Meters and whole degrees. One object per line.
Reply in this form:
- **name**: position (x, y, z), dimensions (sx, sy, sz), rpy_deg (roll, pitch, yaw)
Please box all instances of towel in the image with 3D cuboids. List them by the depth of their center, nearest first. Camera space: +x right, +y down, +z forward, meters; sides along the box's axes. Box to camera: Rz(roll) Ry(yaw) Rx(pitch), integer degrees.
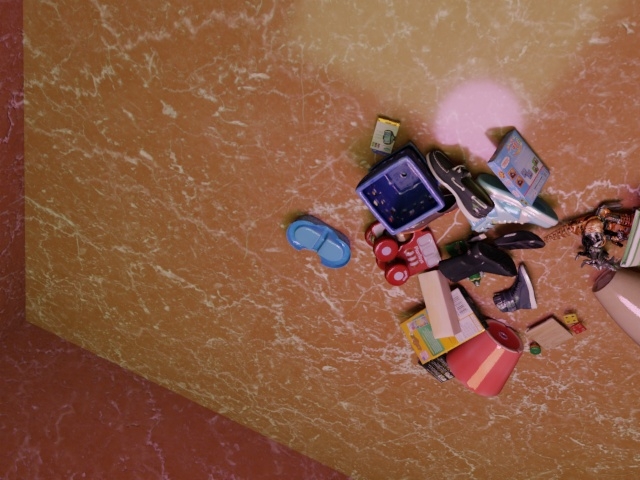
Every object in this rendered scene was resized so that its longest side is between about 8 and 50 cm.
- **towel**: position (1.161, -0.042, 1.529), dimensions (0.324, 0.038, 0.248), rpy_deg (-16, 124, -10)

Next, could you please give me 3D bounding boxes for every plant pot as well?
- **plant pot**: position (0.295, -0.201, 1.664), dimensions (0.236, 0.212, 0.236), rpy_deg (-31, 110, 32)
- **plant pot**: position (1.168, 0.228, 1.704), dimensions (0.274, 0.256, 0.256), rpy_deg (37, 128, 9)
- **plant pot**: position (0.732, 0.496, 2.017), dimensions (0.274, 0.275, 0.243), rpy_deg (25, 118, -2)

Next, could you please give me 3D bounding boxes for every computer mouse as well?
- **computer mouse**: position (0.676, -0.012, 1.704), dimensions (0.184, 0.060, 0.262), rpy_deg (17, 166, -27)

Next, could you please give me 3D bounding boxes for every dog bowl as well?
- **dog bowl**: position (0.000, 0.000, 1.986), dimensions (0.297, 0.074, 0.166), rpy_deg (30, 128, -6)

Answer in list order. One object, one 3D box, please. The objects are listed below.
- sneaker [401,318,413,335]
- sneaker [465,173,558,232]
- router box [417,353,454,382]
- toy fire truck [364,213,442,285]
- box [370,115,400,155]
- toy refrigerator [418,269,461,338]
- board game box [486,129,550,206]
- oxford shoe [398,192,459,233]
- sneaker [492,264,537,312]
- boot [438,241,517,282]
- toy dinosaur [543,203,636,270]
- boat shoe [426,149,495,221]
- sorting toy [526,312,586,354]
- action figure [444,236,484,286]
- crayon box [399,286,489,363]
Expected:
- **sneaker**: position (0.443, 0.385, 2.132), dimensions (0.170, 0.068, 0.071), rpy_deg (-33, 99, 31)
- **sneaker**: position (0.674, -0.090, 1.685), dimensions (0.319, 0.127, 0.208), rpy_deg (29, 126, 7)
- **router box**: position (0.585, 0.610, 2.259), dimensions (0.179, 0.046, 0.133), rpy_deg (42, 126, -13)
- **toy fire truck**: position (0.335, 0.019, 1.862), dimensions (0.253, 0.169, 0.302), rpy_deg (-27, 115, 2)
- **box**: position (0.232, -0.377, 1.675), dimensions (0.081, 0.028, 0.136), rpy_deg (17, 130, 4)
- **toy refrigerator**: position (0.490, 0.261, 1.912), dimensions (0.094, 0.102, 0.270), rpy_deg (-18, 81, 33)
- **board game box**: position (0.672, -0.243, 1.558), dimensions (0.211, 0.160, 0.039), rpy_deg (44, 159, -16)
- **oxford shoe**: position (0.394, -0.109, 1.721), dimensions (0.271, 0.098, 0.097), rpy_deg (-28, 77, 8)
- **sneaker**: position (0.782, 0.205, 1.883), dimensions (0.163, 0.086, 0.226), rpy_deg (-13, 121, 21)
- **boot**: position (0.606, 0.104, 1.793), dimensions (0.246, 0.094, 0.207), rpy_deg (23, 144, -26)
- **toy dinosaur**: position (0.987, -0.024, 1.650), dimensions (0.321, 0.164, 0.218), rpy_deg (1, 112, 38)
- **boat shoe**: position (0.491, -0.210, 1.611), dimensions (0.302, 0.114, 0.091), rpy_deg (52, 139, 8)
- **sorting toy**: position (0.986, 0.385, 1.974), dimensions (0.132, 0.046, 0.274), rpy_deg (38, 127, -11)
- **action figure**: position (0.611, 0.100, 1.881), dimensions (0.137, 0.063, 0.232), rpy_deg (-18, 121, 23)
- **crayon box**: position (0.530, 0.368, 1.997), dimensions (0.323, 0.083, 0.203), rpy_deg (-39, 70, 28)
